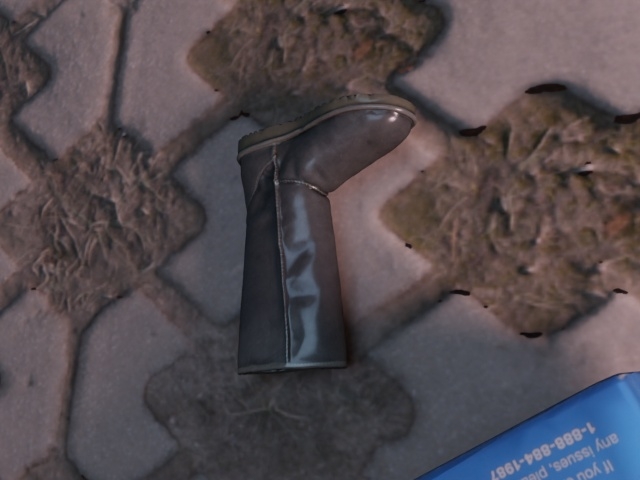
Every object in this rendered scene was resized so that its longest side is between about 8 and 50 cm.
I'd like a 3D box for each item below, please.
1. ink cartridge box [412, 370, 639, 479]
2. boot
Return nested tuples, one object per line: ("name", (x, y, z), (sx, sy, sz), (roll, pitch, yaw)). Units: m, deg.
("ink cartridge box", (0.169, 0.311, 0.476), (0.285, 0.166, 0.395), (-35, 66, 23))
("boot", (0.002, 0.000, 0.698), (0.189, 0.076, 0.209), (-18, 63, 36))
